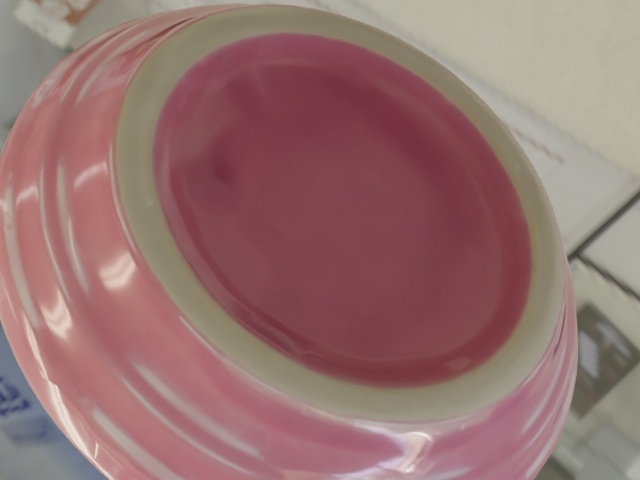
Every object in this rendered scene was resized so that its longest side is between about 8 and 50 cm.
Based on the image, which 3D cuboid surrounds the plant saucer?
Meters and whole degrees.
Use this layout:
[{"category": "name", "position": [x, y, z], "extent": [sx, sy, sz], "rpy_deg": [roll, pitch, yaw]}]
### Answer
[{"category": "plant saucer", "position": [0.000, 0.000, 0.773], "extent": [0.332, 0.332, 0.084], "rpy_deg": [48, 140, 7]}]
